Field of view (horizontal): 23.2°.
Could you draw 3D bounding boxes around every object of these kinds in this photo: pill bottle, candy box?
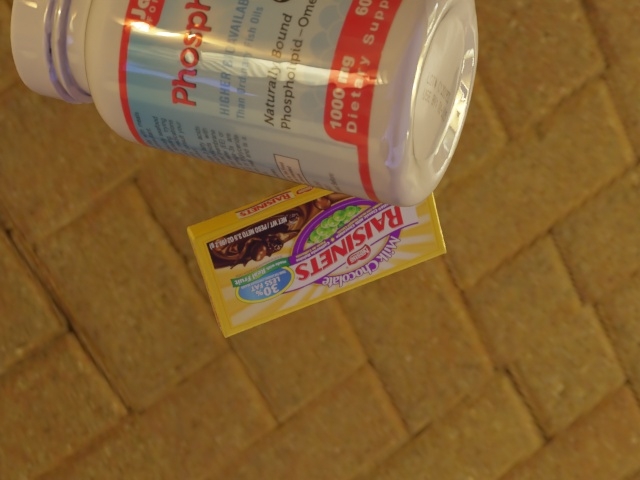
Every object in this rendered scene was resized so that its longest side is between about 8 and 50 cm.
[{"bbox_3d":[-0.029,-0.070,0.576,0.087,0.160,0.087,14,90,-72],"label":"pill bottle"},{"bbox_3d":[0.000,0.000,1.302,0.206,0.027,0.105,-21,124,-9],"label":"candy box"}]
